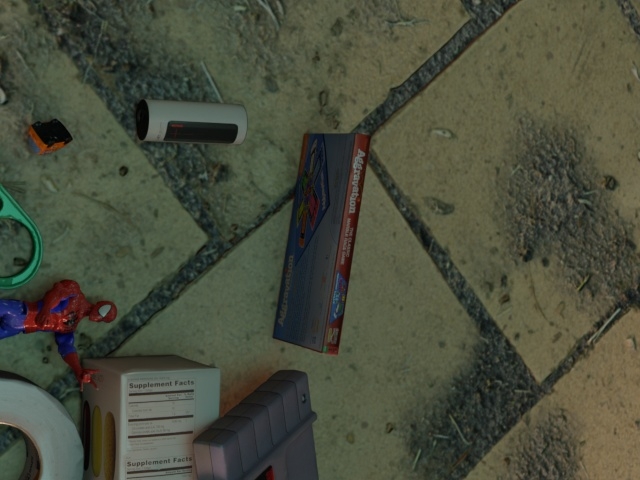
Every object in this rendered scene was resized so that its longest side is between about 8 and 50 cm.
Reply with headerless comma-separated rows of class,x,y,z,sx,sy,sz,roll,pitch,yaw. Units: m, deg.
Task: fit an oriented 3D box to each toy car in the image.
toy car,-0.362,-0.148,1.565,0.122,0.060,0.040,43,119,-6

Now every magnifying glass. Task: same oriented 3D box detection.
magnifying glass,-0.396,-0.053,1.550,0.092,0.026,0.231,-17,100,-25

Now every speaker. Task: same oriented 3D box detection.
speaker,-0.165,-0.151,1.643,0.136,0.055,0.055,1,93,-27

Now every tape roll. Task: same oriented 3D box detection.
tape roll,-0.398,0.267,1.545,0.219,0.072,0.219,-2,94,-26

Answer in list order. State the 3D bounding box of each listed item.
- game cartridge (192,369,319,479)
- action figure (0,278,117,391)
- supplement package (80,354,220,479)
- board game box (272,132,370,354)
game cartridge,-0.064,0.371,1.640,0.230,0.068,0.355,-39,126,-60
action figure,-0.363,0.111,1.516,0.280,0.139,0.092,-5,122,-29
supplement package,-0.214,0.271,1.599,0.133,0.139,0.244,0,92,-31
board game box,0.000,0.000,1.686,0.027,0.145,0.281,9,90,-29
